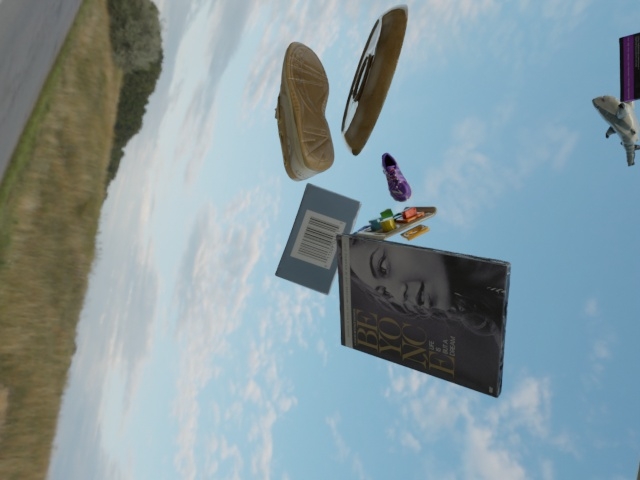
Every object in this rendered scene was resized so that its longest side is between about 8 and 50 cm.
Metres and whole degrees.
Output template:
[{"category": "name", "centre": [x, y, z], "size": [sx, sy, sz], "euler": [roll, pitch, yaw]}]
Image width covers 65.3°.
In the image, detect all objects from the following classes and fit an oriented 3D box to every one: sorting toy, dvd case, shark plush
[{"category": "sorting toy", "centre": [0.204, -0.055, 1.402], "size": [0.047, 0.196, 0.348], "euler": [65, -17, -12]}, {"category": "dvd case", "centre": [0.114, 0.085, 0.613], "size": [0.221, 0.018, 0.164], "euler": [11, -67, 37]}, {"category": "shark plush", "centre": [0.634, -0.237, 1.055], "size": [0.067, 0.161, 0.073], "euler": [-12, -149, 50]}]

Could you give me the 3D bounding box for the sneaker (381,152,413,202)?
[{"category": "sneaker", "centre": [0.221, -0.191, 1.510], "size": [0.068, 0.071, 0.169], "euler": [-28, -113, 11]}]

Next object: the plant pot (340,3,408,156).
[{"category": "plant pot", "centre": [0.075, -0.249, 0.777], "size": [0.236, 0.033, 0.236], "euler": [-164, -90, -82]}]

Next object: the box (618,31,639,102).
[{"category": "box", "centre": [0.595, -0.306, 0.847], "size": [0.162, 0.029, 0.115], "euler": [10, -73, 62]}]

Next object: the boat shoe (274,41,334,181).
[{"category": "boat shoe", "centre": [-0.027, -0.146, 0.569], "size": [0.059, 0.063, 0.169], "euler": [-29, -123, 47]}]

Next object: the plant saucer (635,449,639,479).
[{"category": "plant saucer", "centre": [0.302, 0.246, 0.387], "size": [0.101, 0.400, 0.400], "euler": [9, -96, 32]}]

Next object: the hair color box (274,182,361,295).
[{"category": "hair color box", "centre": [0.000, 0.000, 1.091], "size": [0.374, 0.114, 0.185], "euler": [34, 76, -88]}]
